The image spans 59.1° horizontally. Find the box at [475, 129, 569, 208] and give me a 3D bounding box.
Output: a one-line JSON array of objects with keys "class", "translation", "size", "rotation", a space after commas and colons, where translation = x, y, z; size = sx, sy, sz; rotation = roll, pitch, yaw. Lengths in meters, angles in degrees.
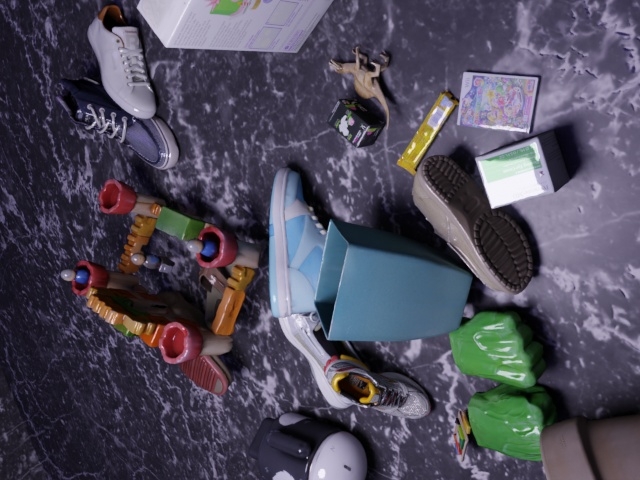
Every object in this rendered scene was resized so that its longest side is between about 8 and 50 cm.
[{"class": "box", "translation": [0.312, -0.109, 0.870], "size": [0.101, 0.102, 0.087], "rotation": [-16, 96, 38]}]

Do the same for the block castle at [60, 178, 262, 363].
[{"class": "block castle", "translation": [-0.377, 0.062, 1.285], "size": [0.453, 0.213, 0.303], "rotation": [23, 94, 35]}]

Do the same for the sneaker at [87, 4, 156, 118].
[{"class": "sneaker", "translation": [-0.471, -0.436, 1.360], "size": [0.123, 0.106, 0.290], "rotation": [-36, 80, 41]}]

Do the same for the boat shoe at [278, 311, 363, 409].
[{"class": "boat shoe", "translation": [0.010, 0.206, 1.201], "size": [0.103, 0.118, 0.320], "rotation": [-26, 93, 32]}]

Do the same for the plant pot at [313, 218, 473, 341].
[{"class": "plant pot", "translation": [0.126, 0.078, 0.978], "size": [0.234, 0.165, 0.165], "rotation": [9, 104, -11]}]

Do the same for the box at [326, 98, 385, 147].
[{"class": "box", "translation": [0.066, -0.218, 1.048], "size": [0.083, 0.062, 0.052], "rotation": [45, 125, 18]}]

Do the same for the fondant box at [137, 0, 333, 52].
[{"class": "fondant box", "translation": [-0.103, -0.435, 0.935], "size": [0.096, 0.330, 0.238], "rotation": [53, 128, 11]}]

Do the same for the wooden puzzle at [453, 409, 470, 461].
[{"class": "wooden puzzle", "translation": [0.266, 0.372, 1.076], "size": [0.014, 0.078, 0.116], "rotation": [-1, 119, 1]}]

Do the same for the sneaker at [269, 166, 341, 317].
[{"class": "sneaker", "translation": [0.000, 0.000, 1.147], "size": [0.127, 0.208, 0.319], "rotation": [97, 172, -70]}]

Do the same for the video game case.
[{"class": "video game case", "translation": [0.284, -0.223, 0.913], "size": [0.122, 0.011, 0.087], "rotation": [16, 114, 33]}]

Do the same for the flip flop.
[{"class": "flip flop", "translation": [-0.255, 0.104, 1.381], "size": [0.112, 0.080, 0.277], "rotation": [19, 108, 32]}]

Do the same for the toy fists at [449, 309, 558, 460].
[{"class": "toy fists", "translation": [0.329, 0.251, 0.980], "size": [0.142, 0.096, 0.279], "rotation": [-4, 103, 51]}]

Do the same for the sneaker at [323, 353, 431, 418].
[{"class": "sneaker", "translation": [0.112, 0.305, 1.117], "size": [0.225, 0.093, 0.088], "rotation": [20, 98, -6]}]

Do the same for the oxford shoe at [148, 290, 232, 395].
[{"class": "oxford shoe", "translation": [-0.318, 0.242, 1.443], "size": [0.348, 0.130, 0.123], "rotation": [43, 130, 25]}]

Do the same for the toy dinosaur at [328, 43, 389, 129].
[{"class": "toy dinosaur", "translation": [0.092, -0.292, 1.024], "size": [0.183, 0.053, 0.092], "rotation": [50, 143, 23]}]

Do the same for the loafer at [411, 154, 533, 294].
[{"class": "loafer", "translation": [0.252, -0.023, 0.953], "size": [0.268, 0.102, 0.092], "rotation": [55, 161, 4]}]

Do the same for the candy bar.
[{"class": "candy bar", "translation": [0.188, -0.187, 0.994], "size": [0.040, 0.018, 0.161], "rotation": [41, 125, 16]}]

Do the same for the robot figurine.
[{"class": "robot figurine", "translation": [-0.030, 0.496, 1.278], "size": [0.278, 0.209, 0.173], "rotation": [7, 95, 36]}]

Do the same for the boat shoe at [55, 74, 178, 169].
[{"class": "boat shoe", "translation": [-0.514, -0.287, 1.407], "size": [0.340, 0.158, 0.127], "rotation": [42, 125, 20]}]

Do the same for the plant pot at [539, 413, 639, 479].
[{"class": "plant pot", "translation": [0.510, 0.360, 0.770], "size": [0.280, 0.323, 0.323], "rotation": [-34, 83, 23]}]
